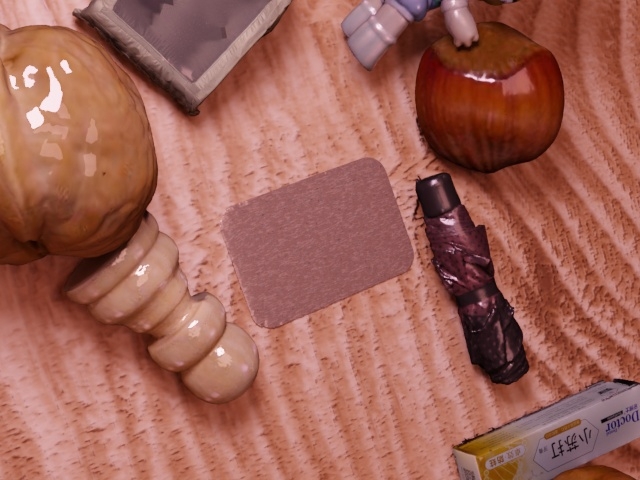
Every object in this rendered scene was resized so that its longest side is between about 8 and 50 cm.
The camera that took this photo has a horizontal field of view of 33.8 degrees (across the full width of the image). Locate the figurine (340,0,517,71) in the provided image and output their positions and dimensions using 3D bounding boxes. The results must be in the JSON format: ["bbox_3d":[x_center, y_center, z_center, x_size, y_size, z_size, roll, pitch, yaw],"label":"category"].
[{"bbox_3d":[0.186,-0.374,1.387,0.382,0.224,0.205,-44,123,4],"label":"figurine"}]

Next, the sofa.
[{"bbox_3d":[-0.168,-0.314,1.371,0.210,0.176,0.225,39,101,-16],"label":"sofa"}]

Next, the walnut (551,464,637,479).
[{"bbox_3d":[0.403,0.437,1.497,0.203,0.203,0.298,-46,143,-20],"label":"walnut"}]

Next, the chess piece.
[{"bbox_3d":[-0.178,0.095,1.311,0.261,0.142,0.143,46,70,-19],"label":"chess piece"}]

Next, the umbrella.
[{"bbox_3d":[0.215,0.053,1.506,0.090,0.094,0.326,-19,97,21],"label":"umbrella"}]

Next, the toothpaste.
[{"bbox_3d":[0.345,0.293,1.555,0.312,0.071,0.089,-18,97,-24],"label":"toothpaste"}]

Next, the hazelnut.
[{"bbox_3d":[0.239,-0.207,1.497,0.210,0.210,0.186,20,56,-21],"label":"hazelnut"}]

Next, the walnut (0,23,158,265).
[{"bbox_3d":[-0.338,-0.109,1.181,0.296,0.285,0.285,-12,91,3],"label":"walnut"}]

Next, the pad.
[{"bbox_3d":[0.000,0.000,1.460,0.266,0.002,0.176,-21,94,-24],"label":"pad"}]
